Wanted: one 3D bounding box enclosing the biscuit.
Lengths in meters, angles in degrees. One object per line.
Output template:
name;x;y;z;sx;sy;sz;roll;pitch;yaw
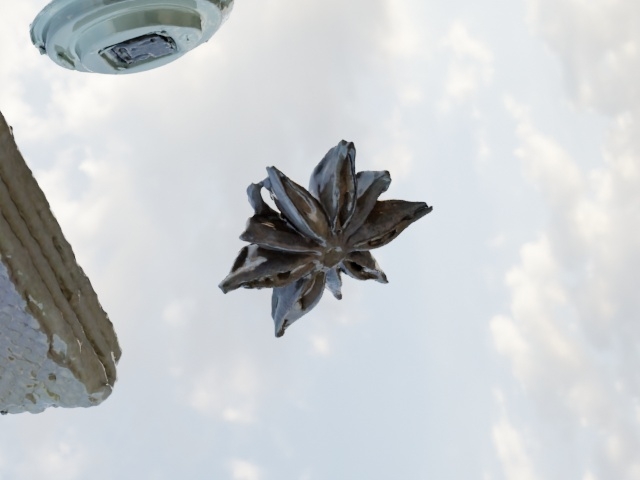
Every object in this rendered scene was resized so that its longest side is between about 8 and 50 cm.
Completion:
biscuit;-0.195;-0.005;0.711;0.062;0.108;0.239;-67;-37;-48

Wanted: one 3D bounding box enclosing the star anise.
star anise;0.000;0.000;1.140;0.182;0.195;0.065;13;-159;-38

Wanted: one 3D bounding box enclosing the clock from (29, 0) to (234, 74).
clock;-0.208;-0.234;1.485;0.236;0.236;0.053;11;-117;-58
